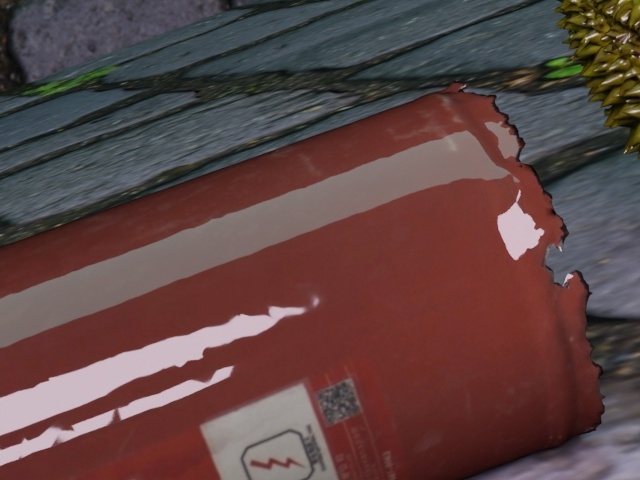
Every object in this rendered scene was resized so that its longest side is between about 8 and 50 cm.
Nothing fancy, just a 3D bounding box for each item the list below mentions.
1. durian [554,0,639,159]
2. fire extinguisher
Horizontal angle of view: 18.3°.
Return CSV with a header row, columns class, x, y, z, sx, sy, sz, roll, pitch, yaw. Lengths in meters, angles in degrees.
class,x,y,z,sx,sy,sz,roll,pitch,yaw
durian,0.172,-0.092,0.681,0.146,0.159,0.198,-29,16,-34
fire extinguisher,-0.091,0.072,0.509,0.337,0.106,0.147,-21,36,-8
